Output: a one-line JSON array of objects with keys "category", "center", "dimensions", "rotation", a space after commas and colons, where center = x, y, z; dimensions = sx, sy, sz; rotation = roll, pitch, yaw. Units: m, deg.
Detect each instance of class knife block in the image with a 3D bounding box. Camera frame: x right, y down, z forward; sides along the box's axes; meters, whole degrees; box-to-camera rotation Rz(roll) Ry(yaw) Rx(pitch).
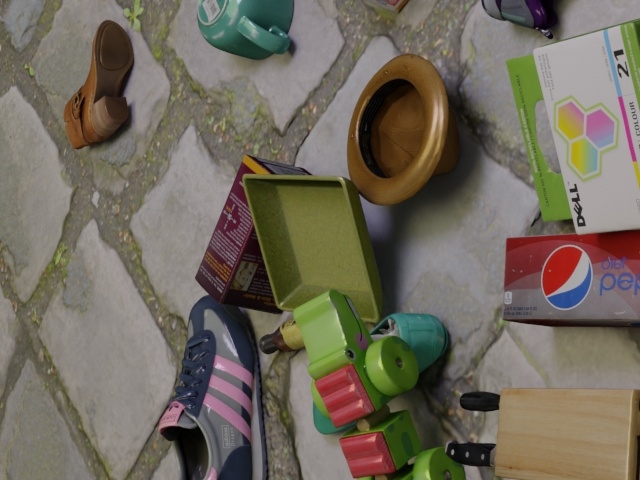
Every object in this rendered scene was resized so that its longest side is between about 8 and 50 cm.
[{"category": "knife block", "center": [0.214, 0.186, 1.268], "dimensions": [0.242, 0.275, 0.088], "rotation": [1, 81, 21]}]

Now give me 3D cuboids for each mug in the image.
[{"category": "mug", "center": [-0.107, -0.329, 1.893], "dimensions": [0.157, 0.097, 0.130], "rotation": [5, 85, 52]}]

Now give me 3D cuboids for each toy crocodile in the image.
[{"category": "toy crocodile", "center": [0.063, 0.217, 1.485], "dimensions": [0.115, 0.105, 0.341], "rotation": [-24, 91, 36]}]

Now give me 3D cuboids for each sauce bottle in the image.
[{"category": "sauce bottle", "center": [-0.032, 0.121, 1.733], "dimensions": [0.128, 0.042, 0.042], "rotation": [-23, 64, 44]}]

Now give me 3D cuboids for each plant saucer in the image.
[{"category": "plant saucer", "center": [0.000, 0.000, 1.647], "dimensions": [0.188, 0.045, 0.188], "rotation": [4, 116, 47]}]

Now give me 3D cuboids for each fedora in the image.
[{"category": "fedora", "center": [0.110, -0.125, 1.592], "dimensions": [0.194, 0.079, 0.194], "rotation": [-26, 58, 49]}]

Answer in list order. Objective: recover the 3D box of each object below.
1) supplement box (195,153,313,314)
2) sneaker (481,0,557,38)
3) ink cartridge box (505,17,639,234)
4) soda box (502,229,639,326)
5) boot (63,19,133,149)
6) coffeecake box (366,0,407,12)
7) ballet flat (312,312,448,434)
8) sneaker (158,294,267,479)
[{"category": "supplement box", "center": [-0.077, -0.007, 1.770], "dimensions": [0.081, 0.104, 0.188], "rotation": [40, 112, 48]}, {"category": "sneaker", "center": [0.265, -0.338, 1.476], "dimensions": [0.098, 0.083, 0.224], "rotation": [31, 111, 28]}, {"category": "ink cartridge box", "center": [0.258, -0.103, 1.298], "dimensions": [0.255, 0.097, 0.189], "rotation": [-8, 98, 55]}, {"category": "soda box", "center": [0.302, 0.039, 1.311], "dimensions": [0.263, 0.083, 0.092], "rotation": [-3, 79, 50]}, {"category": "boot", "center": [-0.380, -0.257, 2.235], "dimensions": [0.152, 0.073, 0.197], "rotation": [-25, 60, 50]}, {"category": "coffeecake box", "center": [0.087, -0.383, 1.632], "dimensions": [0.185, 0.142, 0.068], "rotation": [-48, 47, 32]}, {"category": "ballet flat", "center": [0.044, 0.154, 1.596], "dimensions": [0.247, 0.087, 0.083], "rotation": [-40, 48, 38]}, {"category": "sneaker", "center": [-0.156, 0.212, 1.792], "dimensions": [0.112, 0.131, 0.319], "rotation": [-36, 55, 41]}]
